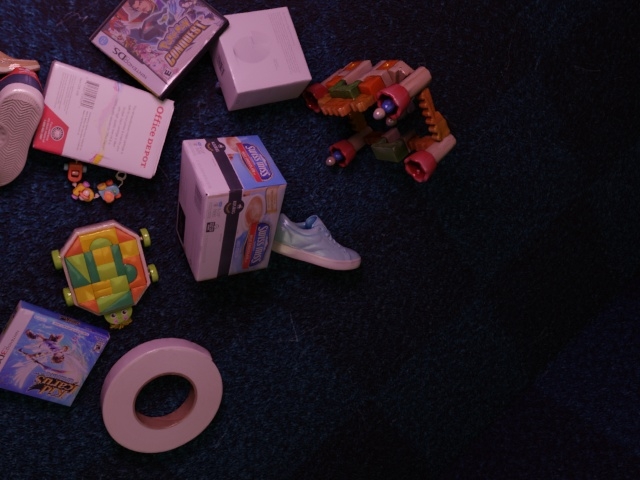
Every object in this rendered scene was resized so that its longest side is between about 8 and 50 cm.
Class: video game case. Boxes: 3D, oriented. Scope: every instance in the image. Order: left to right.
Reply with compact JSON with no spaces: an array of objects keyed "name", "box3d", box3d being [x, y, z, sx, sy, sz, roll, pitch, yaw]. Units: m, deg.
[{"name":"video game case","box3d":[-0.798,0.334,1.689,0.269,0.061,0.244,29,93,-33]},{"name":"video game case","box3d":[-0.420,-0.546,1.517,0.248,0.035,0.275,40,87,3]}]

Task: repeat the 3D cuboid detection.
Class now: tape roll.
[{"name":"tape roll","box3d":[-0.512,0.507,1.897,0.392,0.072,0.392,-9,111,-25]}]

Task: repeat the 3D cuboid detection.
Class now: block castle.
[{"name":"block castle","box3d":[0.150,-0.348,1.731,0.213,0.453,0.303,-41,123,-19]}]

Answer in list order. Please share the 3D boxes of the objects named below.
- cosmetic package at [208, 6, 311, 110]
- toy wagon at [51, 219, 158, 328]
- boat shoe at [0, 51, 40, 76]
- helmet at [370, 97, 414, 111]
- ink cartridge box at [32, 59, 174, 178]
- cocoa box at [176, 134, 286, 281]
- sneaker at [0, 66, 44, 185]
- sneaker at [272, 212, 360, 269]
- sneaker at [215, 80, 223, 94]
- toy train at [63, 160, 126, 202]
[{"name":"cosmetic package","box3d":[-0.176,-0.510,1.635,0.225,0.138,0.224,-17,86,-21]},{"name":"toy wagon","box3d":[-0.616,0.115,1.705,0.267,0.068,0.344,-16,114,-22]},{"name":"boat shoe","box3d":[-0.793,-0.439,1.421,0.190,0.068,0.072,-11,101,-24]},{"name":"helmet","box3d":[0.229,-0.489,1.893,0.161,0.169,0.169,35,89,-17]},{"name":"ink cartridge box","box3d":[-0.576,-0.315,1.539,0.306,0.131,0.226,15,100,-32]},{"name":"cocoa box","box3d":[-0.264,-0.092,1.654,0.228,0.231,0.347,-10,140,-26]},{"name":"sneaker","box3d":[-0.779,-0.279,1.438,0.131,0.148,0.350,21,128,-42]},{"name":"sneaker","box3d":[0.000,0.000,1.957,0.366,0.135,0.150,14,103,-32]},{"name":"sneaker","box3d":[-0.212,-0.472,1.726,0.209,0.069,0.082,-5,84,-21]},{"name":"toy train","box3d":[-0.624,-0.157,1.602,0.166,0.046,0.125,8,119,-31]}]
